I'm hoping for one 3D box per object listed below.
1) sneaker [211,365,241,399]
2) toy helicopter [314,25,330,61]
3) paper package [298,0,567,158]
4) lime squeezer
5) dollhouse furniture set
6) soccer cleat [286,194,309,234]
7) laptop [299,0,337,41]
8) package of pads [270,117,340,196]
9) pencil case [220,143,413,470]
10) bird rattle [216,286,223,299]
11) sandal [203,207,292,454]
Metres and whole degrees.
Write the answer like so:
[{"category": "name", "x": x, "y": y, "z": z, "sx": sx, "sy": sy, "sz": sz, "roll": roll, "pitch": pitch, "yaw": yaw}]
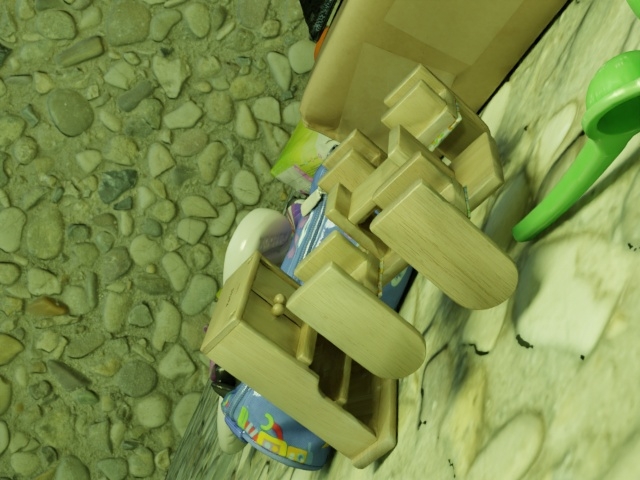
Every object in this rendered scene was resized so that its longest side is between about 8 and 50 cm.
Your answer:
[{"category": "sneaker", "x": -0.050, "y": 0.125, "z": 0.981, "sx": 0.286, "sy": 0.130, "sz": 0.109, "roll": -61, "pitch": 8, "yaw": 31}, {"category": "toy helicopter", "x": 0.129, "y": -0.446, "z": 1.402, "sx": 0.235, "sy": 0.140, "sz": 0.355, "roll": -11, "pitch": 65, "yaw": 54}, {"category": "paper package", "x": 0.132, "y": -0.288, "z": 0.805, "sx": 0.325, "sy": 0.168, "sz": 0.309, "roll": 124, "pitch": 167, "yaw": -58}, {"category": "lime squeezer", "x": 0.141, "y": -0.102, "z": 0.389, "sx": 0.110, "sy": 0.059, "sz": 0.310, "roll": 36, "pitch": 139, "yaw": 42}, {"category": "dollhouse furniture set", "x": 0.055, "y": 0.031, "z": 0.594, "sx": 0.242, "sy": 0.161, "sz": 0.212, "roll": -43, "pitch": 17, "yaw": 26}, {"category": "soccer cleat", "x": 0.000, "y": 0.000, "z": 1.130, "sx": 0.318, "sy": 0.109, "sz": 0.116, "roll": 168, "pitch": 120, "yaw": -79}, {"category": "laptop", "x": 0.065, "y": -0.376, "z": 0.876, "sx": 0.234, "sy": 0.137, "sz": 0.264, "roll": 119, "pitch": 147, "yaw": -41}, {"category": "package of pads", "x": 0.048, "y": -0.175, "z": 1.106, "sx": 0.229, "sy": 0.101, "sz": 0.296, "roll": -62, "pitch": 14, "yaw": -14}, {"category": "pencil case", "x": 0.005, "y": 0.064, "z": 0.770, "sx": 0.119, "sy": 0.133, "sz": 0.306, "roll": 27, "pitch": 94, "yaw": 54}, {"category": "bird rattle", "x": -0.109, "y": 0.146, "z": 1.568, "sx": 0.253, "sy": 0.143, "sz": 0.206, "roll": -22, "pitch": 55, "yaw": 62}, {"category": "sandal", "x": -0.112, "y": 0.126, "z": 1.150, "sx": 0.169, "sy": 0.102, "sz": 0.416, "roll": -37, "pitch": -36, "yaw": -51}]
